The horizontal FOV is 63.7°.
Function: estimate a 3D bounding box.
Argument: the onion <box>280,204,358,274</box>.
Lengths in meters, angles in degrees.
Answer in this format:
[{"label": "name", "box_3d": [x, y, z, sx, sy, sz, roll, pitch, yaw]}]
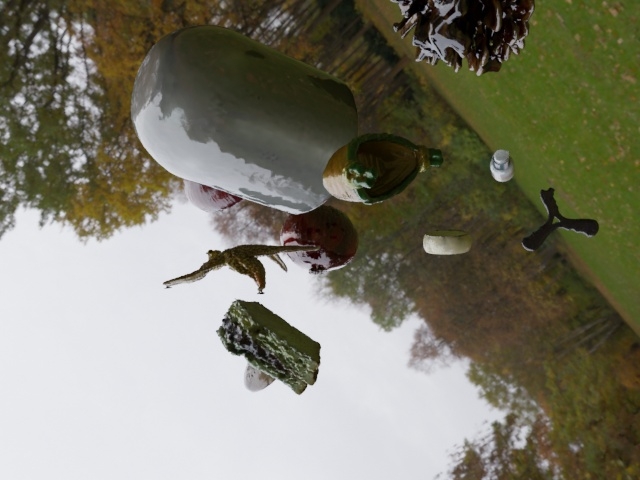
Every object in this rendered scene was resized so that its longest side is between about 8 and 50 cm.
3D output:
[{"label": "onion", "box_3d": [0.000, 0.000, 1.795, 0.276, 0.276, 0.276, 43, -160, -19]}]

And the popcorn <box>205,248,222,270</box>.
[{"label": "popcorn", "box_3d": [-0.372, 0.067, 1.887, 0.084, 0.084, 0.084, 43, -160, -19]}]

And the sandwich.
[{"label": "sandwich", "box_3d": [-0.154, 0.307, 1.556, 0.325, 0.131, 0.262, 34, -177, -3]}]

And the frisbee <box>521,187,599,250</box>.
[{"label": "frisbee", "box_3d": [0.687, -0.070, 1.527, 0.012, 0.211, 0.187, 23, -129, -53]}]

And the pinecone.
[{"label": "pinecone", "box_3d": [0.351, -0.620, 1.294, 0.398, 0.397, 0.398, 43, -160, -19]}]

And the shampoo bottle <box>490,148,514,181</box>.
[{"label": "shampoo bottle", "box_3d": [0.573, -0.241, 1.632, 0.074, 0.074, 0.192, 57, -165, 20]}]

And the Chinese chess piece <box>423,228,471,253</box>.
[{"label": "Chinese chess piece", "box_3d": [0.328, 0.004, 1.334, 0.122, 0.122, 0.051, -33, -59, -71]}]

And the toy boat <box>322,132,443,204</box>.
[{"label": "toy boat", "box_3d": [0.080, -0.094, 0.655, 0.229, 0.088, 0.089, -24, -72, -55]}]

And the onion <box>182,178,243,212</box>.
[{"label": "onion", "box_3d": [-0.242, -0.183, 1.305, 0.161, 0.248, 0.248, 81, 171, -45]}]

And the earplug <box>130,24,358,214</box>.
[{"label": "earplug", "box_3d": [-0.162, -0.249, 1.029, 0.394, 0.313, 0.313, 15, -144, -38]}]

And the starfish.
[{"label": "starfish", "box_3d": [-0.234, 0.085, 1.658, 0.398, 0.383, 0.132, -15, -74, -48]}]

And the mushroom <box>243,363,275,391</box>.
[{"label": "mushroom", "box_3d": [-0.218, 0.494, 1.915, 0.156, 0.151, 0.285, 37, 163, -3]}]
